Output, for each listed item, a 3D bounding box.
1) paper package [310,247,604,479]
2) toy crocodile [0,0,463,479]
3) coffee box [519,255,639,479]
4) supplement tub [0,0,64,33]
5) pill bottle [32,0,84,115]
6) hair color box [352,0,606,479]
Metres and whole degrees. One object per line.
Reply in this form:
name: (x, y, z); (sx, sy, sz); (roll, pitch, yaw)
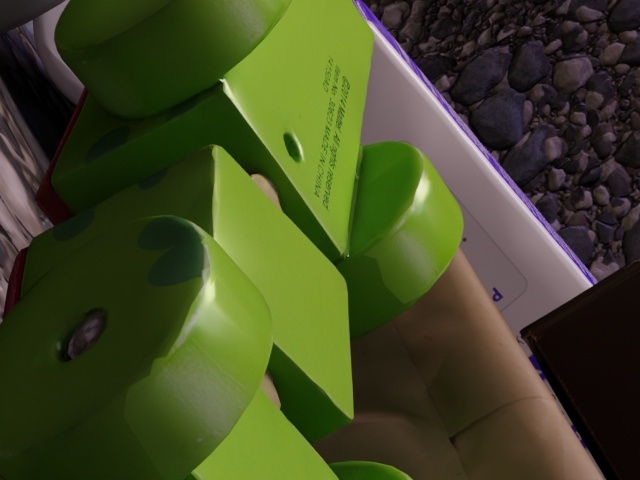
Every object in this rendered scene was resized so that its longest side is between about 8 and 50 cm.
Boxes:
paper package: (0.066, 0.202, 0.527); (0.325, 0.168, 0.309); (56, 4, -33)
toy crocodile: (-0.034, 0.016, 0.445); (0.115, 0.105, 0.341); (52, 26, -31)
coffee box: (0.182, 0.098, 0.541); (0.246, 0.141, 0.098); (58, 3, 5)
supplement tub: (-0.128, -0.159, 0.557); (0.191, 0.191, 0.272); (59, 4, -10)
pill bottle: (-0.087, -0.096, 1.008); (0.119, 0.119, 0.208); (60, -4, 12)
hair color box: (0.058, 0.064, 0.910); (0.339, 0.185, 0.110); (49, 7, -11)
